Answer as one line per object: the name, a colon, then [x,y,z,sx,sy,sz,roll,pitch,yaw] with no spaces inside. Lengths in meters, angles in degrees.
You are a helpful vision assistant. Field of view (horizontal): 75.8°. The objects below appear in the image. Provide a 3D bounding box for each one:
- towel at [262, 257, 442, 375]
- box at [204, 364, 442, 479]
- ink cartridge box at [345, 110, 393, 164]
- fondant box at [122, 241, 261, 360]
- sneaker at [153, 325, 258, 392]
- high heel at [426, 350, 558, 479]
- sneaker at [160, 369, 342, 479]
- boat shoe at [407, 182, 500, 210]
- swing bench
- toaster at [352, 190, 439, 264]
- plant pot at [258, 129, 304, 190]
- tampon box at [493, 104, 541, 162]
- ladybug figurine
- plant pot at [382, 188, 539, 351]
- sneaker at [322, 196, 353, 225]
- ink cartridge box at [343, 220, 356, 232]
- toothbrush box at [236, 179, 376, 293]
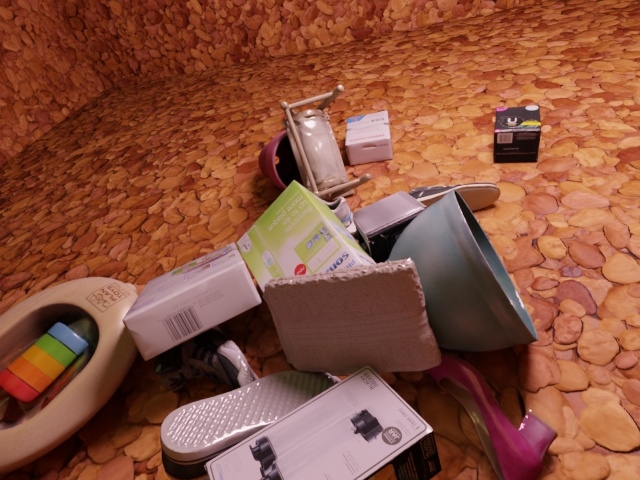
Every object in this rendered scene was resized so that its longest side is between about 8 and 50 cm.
towel: [0.043,0.136,0.695,0.282,0.187,0.049,-12,15,26]
box: [0.001,0.321,0.582,0.290,0.087,0.169,-25,26,-19]
ink cartridge box: [0.167,-0.354,1.414,0.148,0.086,0.203,-7,41,13]
fondant box: [-0.273,0.111,0.912,0.238,0.096,0.330,-26,13,-11]
sneaker: [-0.237,0.262,0.829,0.153,0.101,0.269,-36,37,-21]
high heel: [0.235,0.277,0.661,0.117,0.082,0.244,-39,52,-22]
sneaker: [-0.103,0.320,0.704,0.321,0.127,0.126,-5,29,-26]
boat shoe: [0.345,-0.121,1.078,0.233,0.084,0.079,-9,40,15]
swing bench: [0.002,-0.240,1.130,0.165,0.253,0.255,-19,0,-7]
toaster: [0.172,-0.007,0.938,0.186,0.168,0.110,-25,39,-9]
plant pot: [-0.105,-0.255,1.329,0.201,0.201,0.180,-36,27,-22]
tampon box: [0.575,-0.314,1.208,0.120,0.101,0.161,3,43,22]
ladybug figurine: [-0.553,0.266,0.850,0.305,0.162,0.449,32,56,16]
plant pot: [0.230,0.081,0.757,0.196,0.293,0.293,-30,34,22]
sneaker: [-0.017,-0.062,1.032,0.191,0.083,0.071,-20,41,-1]
ink cartridge box: [0.000,0.000,1.073,0.198,0.067,0.115,-22,39,-4]
toothbrush box: [-0.029,0.042,0.887,0.206,0.122,0.283,-45,54,12]
